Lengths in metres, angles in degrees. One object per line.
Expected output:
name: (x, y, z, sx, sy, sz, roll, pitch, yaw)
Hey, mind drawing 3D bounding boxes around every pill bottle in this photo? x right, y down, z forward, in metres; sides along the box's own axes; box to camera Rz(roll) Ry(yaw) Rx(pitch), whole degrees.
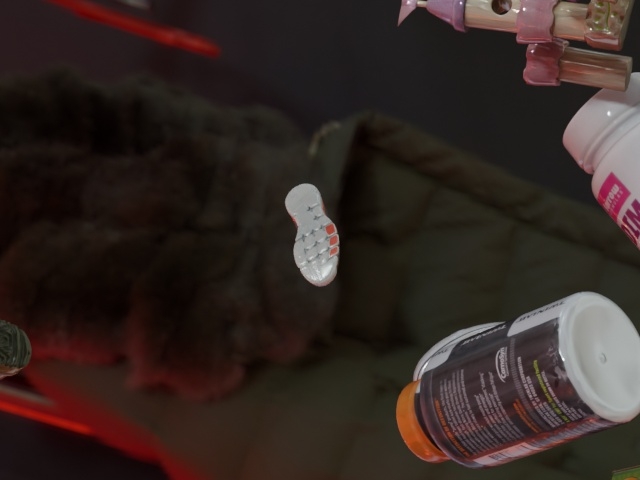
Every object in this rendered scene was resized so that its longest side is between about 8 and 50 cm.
pill bottle: (0.185, 0.145, 1.650, 0.245, 0.130, 0.130, -26, 39, 43)
pill bottle: (0.430, -0.057, 2.051, 0.160, 0.283, 0.160, -31, -24, -15)

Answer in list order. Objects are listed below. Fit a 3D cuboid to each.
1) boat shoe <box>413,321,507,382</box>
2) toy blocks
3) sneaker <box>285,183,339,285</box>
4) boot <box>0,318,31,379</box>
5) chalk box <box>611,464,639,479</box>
boat shoe: (0.249, 0.154, 2.191, 0.088, 0.267, 0.096, -82, -22, -83)
toy blocks: (0.244, -0.361, 1.945, 0.309, 0.260, 0.289, 54, -129, -67)
sneaker: (0.000, 0.000, 2.149, 0.065, 0.061, 0.158, 58, -164, -49)
boot: (-0.518, 0.161, 2.075, 0.269, 0.236, 0.089, -33, 38, 33)
chalk box: (0.415, 0.324, 1.931, 0.132, 0.132, 0.213, -26, 49, 50)
